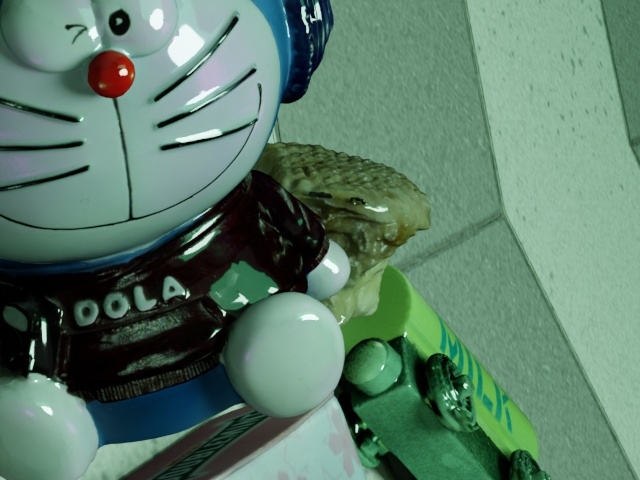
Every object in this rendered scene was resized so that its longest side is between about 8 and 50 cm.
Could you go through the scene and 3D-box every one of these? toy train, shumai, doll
[{"bbox_3d":[0.087,0.123,1.285,0.253,0.105,0.157,48,25,-40],"label":"toy train"},{"bbox_3d":[0.004,0.001,1.190,0.145,0.146,0.116,-17,123,-61],"label":"shumai"},{"bbox_3d":[-0.122,-0.060,0.886,0.240,0.284,0.310,-133,-156,-60],"label":"doll"}]

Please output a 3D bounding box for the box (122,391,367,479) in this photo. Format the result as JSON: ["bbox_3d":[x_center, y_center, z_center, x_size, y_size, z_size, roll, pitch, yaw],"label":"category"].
[{"bbox_3d":[-0.001,0.290,1.025,0.190,0.112,0.369,-31,102,-59],"label":"box"}]
